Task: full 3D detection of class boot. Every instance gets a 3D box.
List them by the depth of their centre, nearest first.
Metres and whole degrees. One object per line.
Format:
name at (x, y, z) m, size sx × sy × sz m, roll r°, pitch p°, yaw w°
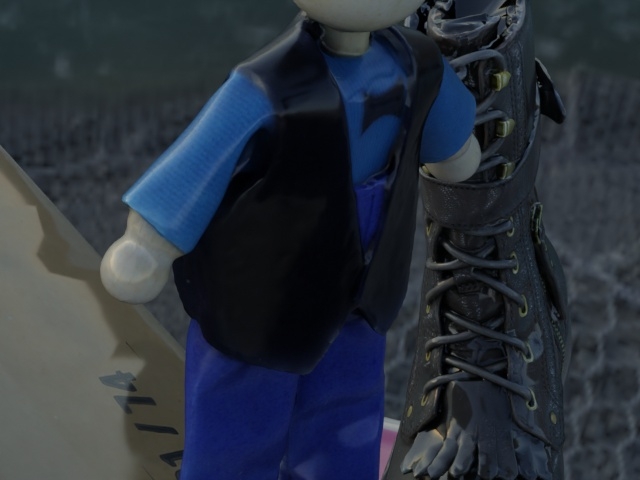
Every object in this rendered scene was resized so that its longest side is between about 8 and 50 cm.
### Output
boot at (0.060, 0.011, 0.763) m, size 0.091 × 0.229 × 0.263 m, roll -1°, pitch 39°, yaw 10°

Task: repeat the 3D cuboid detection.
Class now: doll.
doll at (0.000, 0.000, 0.436) m, size 0.046 × 0.189 × 0.129 m, roll 27°, pitch 36°, yaw 33°

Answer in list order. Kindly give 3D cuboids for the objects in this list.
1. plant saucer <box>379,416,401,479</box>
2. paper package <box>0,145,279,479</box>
plant saucer at (0.023, 0.199, 1.171) m, size 0.332 × 0.084 × 0.332 m, roll 10°, pitch 21°, yaw -4°
paper package at (-0.131, 0.136, 0.535) m, size 0.325 × 0.168 × 0.309 m, roll 45°, pitch 24°, yaw 15°
